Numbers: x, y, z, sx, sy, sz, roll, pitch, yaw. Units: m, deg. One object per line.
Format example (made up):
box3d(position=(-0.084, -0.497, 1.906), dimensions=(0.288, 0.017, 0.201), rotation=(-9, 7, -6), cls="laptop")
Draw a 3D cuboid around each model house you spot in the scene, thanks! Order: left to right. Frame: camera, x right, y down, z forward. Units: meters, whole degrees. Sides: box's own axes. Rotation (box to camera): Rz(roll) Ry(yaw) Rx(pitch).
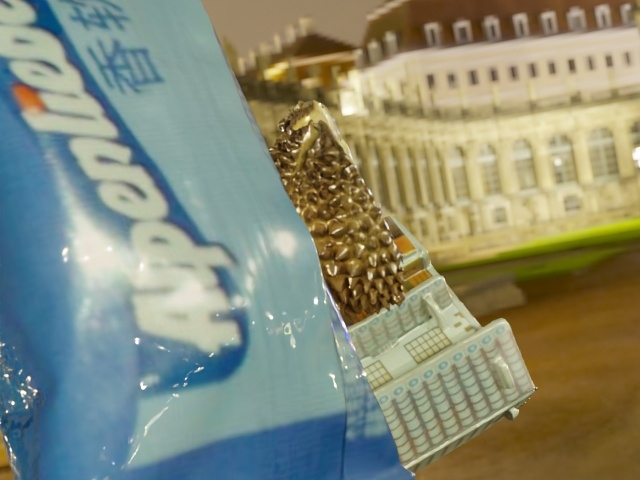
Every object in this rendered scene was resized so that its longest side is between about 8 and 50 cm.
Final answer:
box3d(position=(0.066, 0.131, 1.299), dimensions=(0.224, 0.215, 0.198), rotation=(-28, -38, -11), cls="model house")

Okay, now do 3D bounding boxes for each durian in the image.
box3d(position=(-0.002, -0.001, 0.663), dimensions=(0.071, 0.110, 0.140), rotation=(-27, -37, 1), cls="durian")

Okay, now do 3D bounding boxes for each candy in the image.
box3d(position=(-0.070, -0.013, 0.501), dimensions=(0.187, 0.331, 0.077), rotation=(-8, -24, -43), cls="candy")
